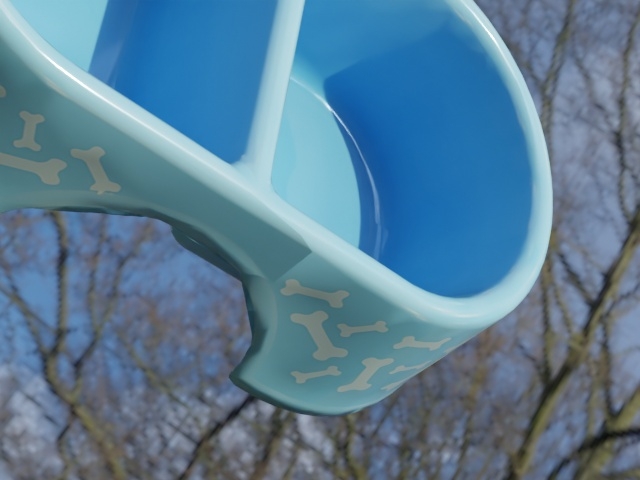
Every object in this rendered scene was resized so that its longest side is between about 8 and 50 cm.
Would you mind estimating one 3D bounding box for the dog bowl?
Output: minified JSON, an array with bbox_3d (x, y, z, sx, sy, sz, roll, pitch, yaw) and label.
[{"bbox_3d":[-0.034,-0.057,0.494,0.297,0.166,0.074,33,-38,-33],"label":"dog bowl"}]
